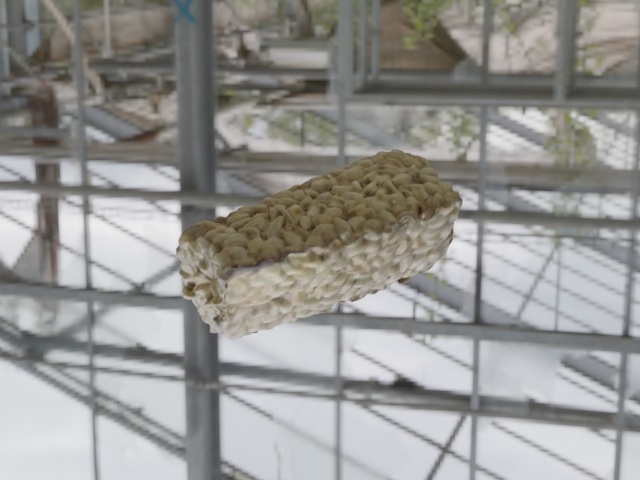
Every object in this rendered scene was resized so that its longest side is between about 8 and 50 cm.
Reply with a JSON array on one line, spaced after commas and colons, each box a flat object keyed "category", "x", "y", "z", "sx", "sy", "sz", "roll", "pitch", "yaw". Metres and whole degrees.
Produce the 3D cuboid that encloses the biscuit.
[{"category": "biscuit", "x": 0.000, "y": 0.000, "z": 0.713, "sx": 0.168, "sy": 0.082, "sz": 0.070, "roll": -21, "pitch": -131, "yaw": -23}]
